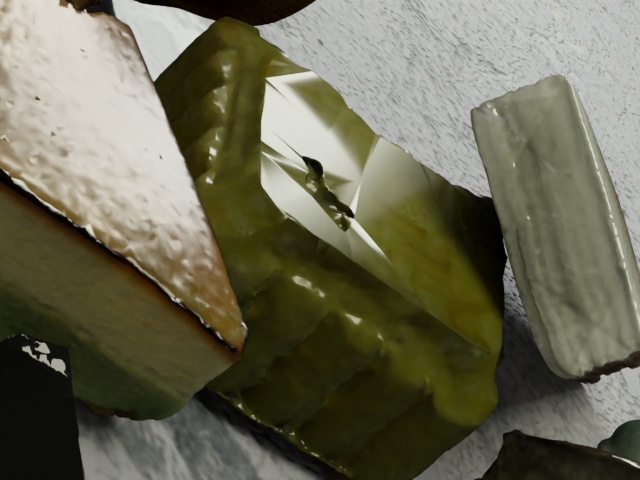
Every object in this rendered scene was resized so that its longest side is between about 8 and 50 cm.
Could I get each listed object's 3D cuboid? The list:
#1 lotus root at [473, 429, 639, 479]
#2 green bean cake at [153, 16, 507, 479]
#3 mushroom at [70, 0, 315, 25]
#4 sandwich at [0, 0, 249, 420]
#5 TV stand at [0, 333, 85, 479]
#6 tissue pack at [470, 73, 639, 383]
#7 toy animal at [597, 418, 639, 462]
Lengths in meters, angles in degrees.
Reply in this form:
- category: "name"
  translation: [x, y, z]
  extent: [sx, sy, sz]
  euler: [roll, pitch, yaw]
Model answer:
- category: "lotus root"
  translation: [0.194, 0.236, 0.954]
  extent: [0.142, 0.210, 0.314]
  euler: [9, 37, -48]
- category: "green bean cake"
  translation: [0.000, 0.000, 1.098]
  extent: [0.236, 0.124, 0.233]
  euler: [35, 32, -23]
- category: "mushroom"
  translation: [-0.116, -0.165, 1.116]
  extent: [0.217, 0.227, 0.148]
  euler: [-46, 130, -40]
- category: "sandwich"
  translation: [-0.136, -0.030, 0.966]
  extent: [0.220, 0.108, 0.186]
  euler: [37, 33, -17]
- category: "TV stand"
  translation: [-0.123, 0.157, 0.829]
  extent: [0.040, 0.049, 0.256]
  euler: [23, 39, -36]
- category: "tissue pack"
  translation: [0.163, 0.004, 1.202]
  extent: [0.325, 0.071, 0.170]
  euler: [24, 48, -78]
- category: "toy animal"
  translation: [0.274, 0.179, 1.173]
  extent: [0.236, 0.108, 0.138]
  euler: [8, 23, 12]
